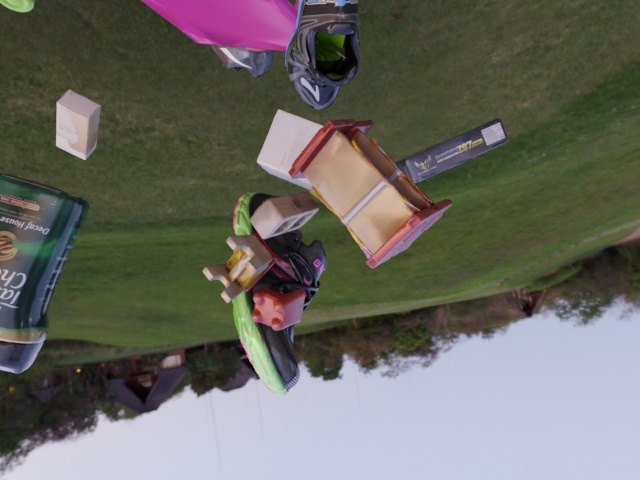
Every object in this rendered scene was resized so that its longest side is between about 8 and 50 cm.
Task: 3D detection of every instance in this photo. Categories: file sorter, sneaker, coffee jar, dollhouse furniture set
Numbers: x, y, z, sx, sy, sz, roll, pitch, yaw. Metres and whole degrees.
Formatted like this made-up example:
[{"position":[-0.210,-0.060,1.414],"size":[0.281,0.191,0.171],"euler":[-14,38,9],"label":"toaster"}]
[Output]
[{"position":[-0.134,-0.438,0.765],"size":[0.290,0.183,0.202],"euler":[18,179,30],"label":"file sorter"},{"position":[-0.082,0.080,1.036],"size":[0.202,0.483,0.185],"euler":[-5,147,-2],"label":"sneaker"},{"position":[-0.305,0.032,0.477],"size":[0.096,0.185,0.079],"euler":[16,175,-15],"label":"coffee jar"},{"position":[0.001,-0.187,0.502],"size":[0.066,0.078,0.188],"euler":[-6,168,-8],"label":"sneaker"},{"position":[-0.199,-0.433,1.008],"size":[0.097,0.276,0.135],"euler":[-43,158,-28],"label":"sneaker"},{"position":[0.000,0.000,0.803],"size":[0.374,0.201,0.152],"euler":[-46,167,30],"label":"dollhouse furniture set"}]

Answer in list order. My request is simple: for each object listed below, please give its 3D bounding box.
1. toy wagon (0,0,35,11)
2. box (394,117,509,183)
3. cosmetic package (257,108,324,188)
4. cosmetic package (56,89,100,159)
[{"position":[-0.587,-0.510,0.804],"size":[0.343,0.268,0.068],"euler":[0,159,-4],"label":"toy wagon"},{"position":[0.273,-0.192,1.091],"size":[0.232,0.059,0.183],"euler":[-24,-175,-6],"label":"box"},{"position":[-0.045,-0.228,1.285],"size":[0.183,0.152,0.151],"euler":[23,179,8],"label":"cosmetic package"},{"position":[-0.434,-0.204,0.864],"size":[0.060,0.041,0.115],"euler":[26,141,-10],"label":"cosmetic package"}]
